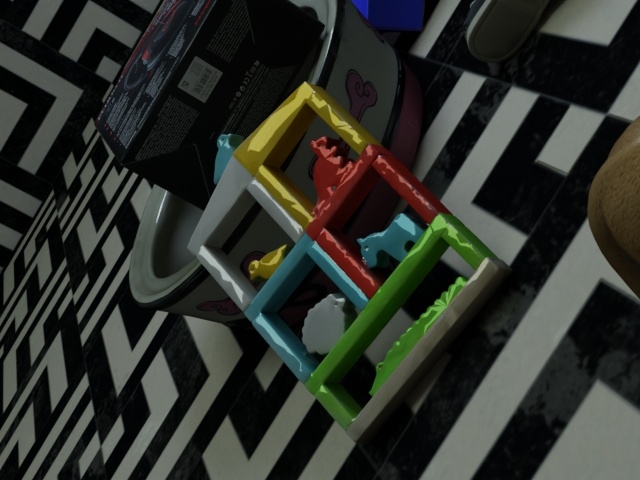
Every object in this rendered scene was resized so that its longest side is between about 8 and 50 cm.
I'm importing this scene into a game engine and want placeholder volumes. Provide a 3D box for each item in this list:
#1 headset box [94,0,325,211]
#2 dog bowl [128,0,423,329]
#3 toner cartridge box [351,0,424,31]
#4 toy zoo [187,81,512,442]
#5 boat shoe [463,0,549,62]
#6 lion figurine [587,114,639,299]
[{"bbox_3d":[-0.132,-0.173,1.148,0.218,0.110,0.293,-59,22,3],"label":"headset box"},{"bbox_3d":[-0.046,-0.080,1.195,0.408,0.150,0.408,-46,26,31],"label":"dog bowl"},{"bbox_3d":[0.030,-0.346,1.369,0.348,0.075,0.165,-152,64,-68],"label":"toner cartridge box"},{"bbox_3d":[0.000,0.000,0.922,0.293,0.030,0.192,47,110,27],"label":"toy zoo"},{"bbox_3d":[0.199,-0.258,0.982,0.206,0.075,0.065,-52,26,32],"label":"boat shoe"},{"bbox_3d":[0.228,-0.052,0.437,0.392,0.240,0.142,-45,26,35],"label":"lion figurine"}]
